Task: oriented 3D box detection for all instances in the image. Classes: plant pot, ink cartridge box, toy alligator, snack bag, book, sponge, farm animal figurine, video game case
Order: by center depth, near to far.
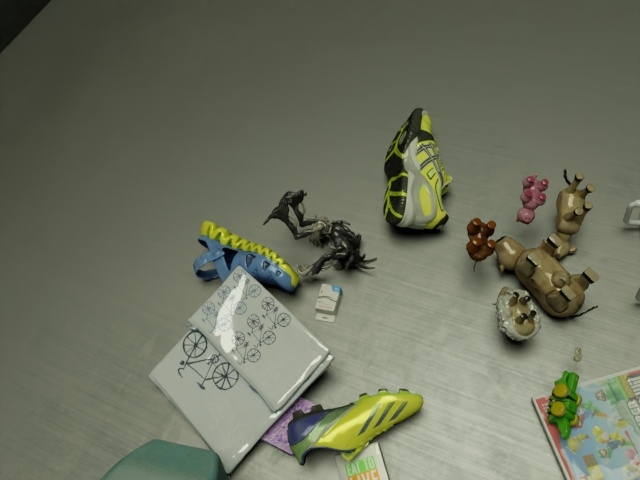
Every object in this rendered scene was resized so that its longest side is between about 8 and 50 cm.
[{"bbox_3d":[-0.289,0.532,1.155,0.247,0.247,0.252,6,42,16],"label":"plant pot"},{"bbox_3d":[0.587,0.362,1.186,0.285,0.025,0.204,-17,56,2],"label":"video game case"},{"bbox_3d":[0.480,0.300,1.207,0.051,0.056,0.190,-20,42,52],"label":"toy alligator"},{"bbox_3d":[0.092,0.489,1.214,0.096,0.035,0.144,-20,57,4],"label":"book"},{"bbox_3d":[-0.120,0.372,1.334,0.210,0.031,0.117,19,64,23],"label":"sponge"},{"bbox_3d":[-0.191,0.273,1.347,0.323,0.037,0.342,41,85,26],"label":"snack bag"},{"bbox_3d":[0.482,0.032,1.350,0.330,0.172,0.327,-19,68,-9],"label":"farm animal figurine"},{"bbox_3d":[0.018,0.148,1.450,0.048,0.028,0.083,8,60,17],"label":"ink cartridge box"}]

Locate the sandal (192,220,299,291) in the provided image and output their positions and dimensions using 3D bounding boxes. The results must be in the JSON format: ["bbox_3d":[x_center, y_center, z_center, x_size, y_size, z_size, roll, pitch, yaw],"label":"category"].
[{"bbox_3d":[-0.193,0.067,1.505,0.317,0.126,0.138,20,72,31],"label":"sandal"}]

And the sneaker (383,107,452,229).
[{"bbox_3d":[0.253,-0.177,1.567,0.147,0.145,0.385,19,56,-12],"label":"sneaker"}]

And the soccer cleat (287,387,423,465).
[{"bbox_3d":[0.076,0.382,1.246,0.289,0.093,0.121,-14,62,-3],"label":"soccer cleat"}]

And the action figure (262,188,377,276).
[{"bbox_3d":[0.000,0.000,1.485,0.275,0.141,0.164,38,36,-8],"label":"action figure"}]

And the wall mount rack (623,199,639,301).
[{"bbox_3d":[0.821,0.024,1.288,0.304,0.130,0.350,0,59,13],"label":"wall mount rack"}]
